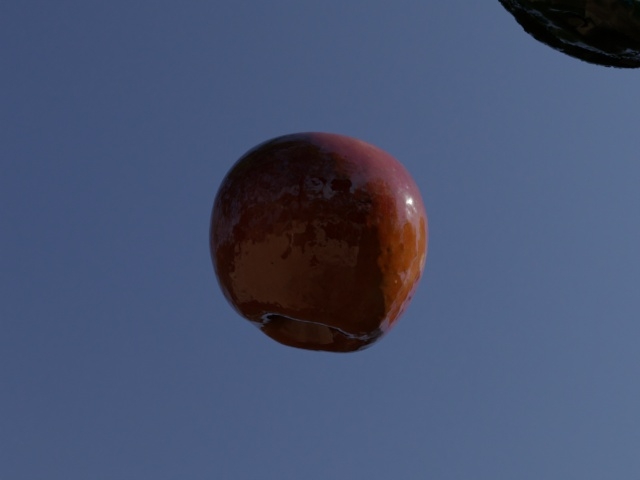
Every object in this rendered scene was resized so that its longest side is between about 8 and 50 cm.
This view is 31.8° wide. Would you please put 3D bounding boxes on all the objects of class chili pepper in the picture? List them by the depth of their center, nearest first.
[{"bbox_3d":[0.165,-0.157,0.643,0.279,0.065,0.122,21,-59,0],"label":"chili pepper"}]

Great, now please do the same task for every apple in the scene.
[{"bbox_3d":[0.000,0.000,1.113,0.218,0.201,0.218,12,-20,4],"label":"apple"}]
